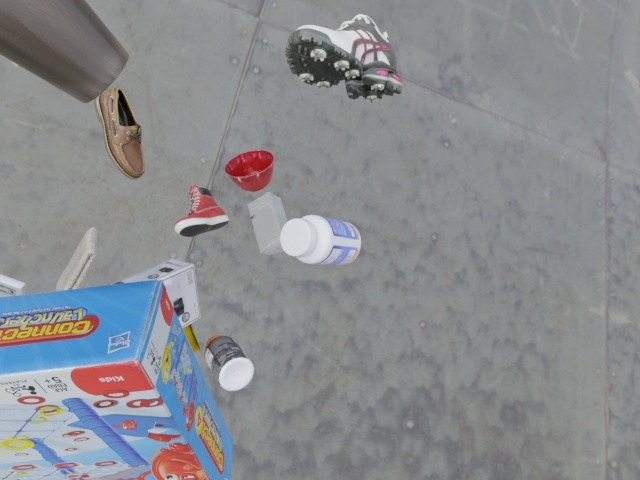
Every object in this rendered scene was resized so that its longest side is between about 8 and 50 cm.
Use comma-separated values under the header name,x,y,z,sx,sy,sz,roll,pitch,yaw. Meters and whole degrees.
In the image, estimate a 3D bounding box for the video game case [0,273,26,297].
name,x,y,z,sx,sy,sz,roll,pitch,yaw
video game case,-0.929,0.151,1.253,0.227,0.206,0.026,22,37,-7

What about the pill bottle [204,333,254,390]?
name,x,y,z,sx,sy,sz,roll,pitch,yaw
pill bottle,-0.345,0.432,1.658,0.131,0.246,0.130,-9,109,-28

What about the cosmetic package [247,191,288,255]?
name,x,y,z,sx,sy,sz,roll,pitch,yaw
cosmetic package,-0.210,-0.066,1.918,0.127,0.107,0.237,-27,65,20

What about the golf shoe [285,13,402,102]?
name,x,y,z,sx,sy,sz,roll,pitch,yaw
golf shoe,0.038,-0.313,0.749,0.273,0.105,0.120,-5,92,-54

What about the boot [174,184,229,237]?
name,x,y,z,sx,sy,sz,roll,pitch,yaw
boot,-0.446,-0.111,1.585,0.176,0.088,0.244,57,27,5

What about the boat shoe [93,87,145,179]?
name,x,y,z,sx,sy,sz,roll,pitch,yaw
boat shoe,-0.671,-0.364,1.549,0.111,0.105,0.307,-41,113,-61

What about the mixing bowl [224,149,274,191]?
name,x,y,z,sx,sy,sz,roll,pitch,yaw
mixing bowl,-0.246,-0.242,1.648,0.182,0.098,0.181,-8,41,7

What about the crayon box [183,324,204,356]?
name,x,y,z,sx,sy,sz,roll,pitch,yaw
crayon box,-0.546,0.295,1.682,0.081,0.319,0.202,-26,121,-26

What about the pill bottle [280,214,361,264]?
name,x,y,z,sx,sy,sz,roll,pitch,yaw
pill bottle,0.000,0.000,1.426,0.272,0.152,0.152,8,69,-55

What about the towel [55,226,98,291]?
name,x,y,z,sx,sy,sz,roll,pitch,yaw
towel,-0.868,0.107,1.617,0.049,0.187,0.282,27,104,-35

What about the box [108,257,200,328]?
name,x,y,z,sx,sy,sz,roll,pitch,yaw
box,-0.438,0.172,1.108,0.290,0.087,0.169,-31,126,-51

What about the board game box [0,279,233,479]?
name,x,y,z,sx,sy,sz,roll,pitch,yaw
board game box,-0.272,0.187,0.452,0.309,0.301,0.086,-7,41,0

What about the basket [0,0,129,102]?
name,x,y,z,sx,sy,sz,roll,pitch,yaw
basket,-0.466,-0.361,0.777,0.227,0.154,0.204,44,67,-42
